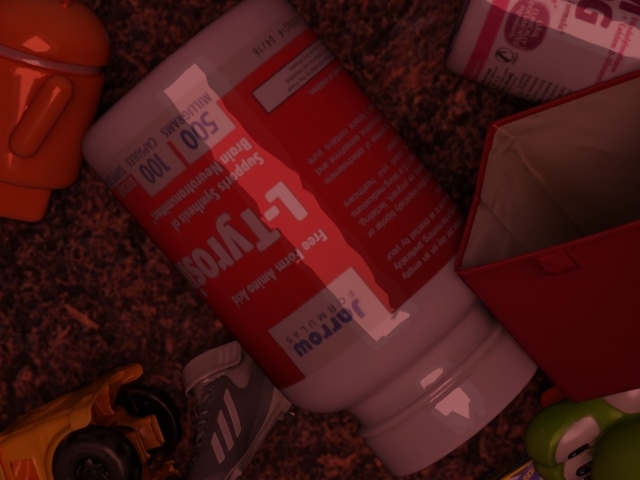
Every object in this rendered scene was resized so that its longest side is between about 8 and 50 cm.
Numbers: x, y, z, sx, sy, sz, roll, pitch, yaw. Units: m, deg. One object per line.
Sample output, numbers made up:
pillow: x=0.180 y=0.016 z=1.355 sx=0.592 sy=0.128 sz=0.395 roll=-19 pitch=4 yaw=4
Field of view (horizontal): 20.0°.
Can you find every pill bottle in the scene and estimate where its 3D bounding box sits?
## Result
pill bottle: x=0.266 y=-0.179 z=1.596 sx=0.283 sy=0.160 sz=0.160 roll=19 pitch=97 yaw=-1
pill bottle: x=0.000 y=0.000 z=1.592 sx=0.229 sy=0.229 sz=0.407 roll=-40 pitch=94 yaw=6

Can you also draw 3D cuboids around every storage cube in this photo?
storage cube: x=0.256 y=-0.002 z=1.532 sx=0.215 sy=0.183 sz=0.193 roll=-17 pitch=130 yaw=35

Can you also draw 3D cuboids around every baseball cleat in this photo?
baseball cleat: x=-0.099 y=0.173 z=1.666 sx=0.109 sy=0.072 sz=0.206 roll=34 pitch=54 yaw=6

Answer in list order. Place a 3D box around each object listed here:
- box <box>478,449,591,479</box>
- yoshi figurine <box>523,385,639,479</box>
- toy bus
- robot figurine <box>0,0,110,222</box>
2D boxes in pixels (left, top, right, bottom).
box: x=0.170 y=0.251 z=1.706 sx=0.169 sy=0.054 sz=0.059 roll=-34 pitch=94 yaw=6
yoshi figurine: x=0.363 y=0.138 z=1.602 sx=0.362 sy=0.203 sz=0.203 roll=-32 pitch=102 yaw=1
toy bus: x=-0.226 y=0.251 z=1.683 sx=0.211 sy=0.149 sz=0.220 roll=-20 pitch=99 yaw=17
robot figurine: x=-0.259 y=-0.129 z=1.612 sx=0.128 sy=0.158 sz=0.219 roll=19 pitch=102 yaw=13
